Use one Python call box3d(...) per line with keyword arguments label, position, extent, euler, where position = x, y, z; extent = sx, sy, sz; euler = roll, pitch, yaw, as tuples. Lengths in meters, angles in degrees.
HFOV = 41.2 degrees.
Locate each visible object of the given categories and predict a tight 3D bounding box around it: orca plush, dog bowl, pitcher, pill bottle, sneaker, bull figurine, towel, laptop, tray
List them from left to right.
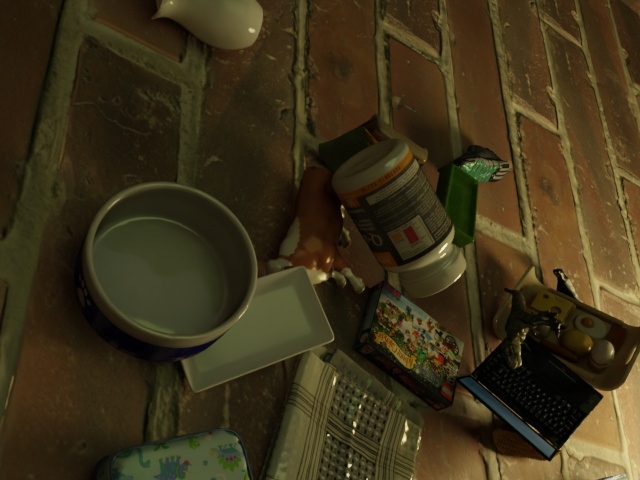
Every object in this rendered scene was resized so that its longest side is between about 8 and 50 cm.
box3d(label="dog bowl", position=(-0.237, 0.048, 1.305), extent=(0.265, 0.104, 0.264), euler=(13, 58, -22))
box3d(label="pitcher", position=(-0.227, -0.468, 1.681), extent=(0.207, 0.125, 0.177), euler=(13, 41, -24))
box3d(label="tray", position=(-0.118, 0.144, 1.407), extent=(0.270, 0.030, 0.145), euler=(-17, 76, -29))
box3d(label="bull figurine", position=(0.000, 0.000, 1.605), extent=(0.188, 0.101, 0.310), euler=(37, 50, -30))
box3d(label="towel", position=(0.054, 0.359, 1.464), extent=(0.312, 0.056, 0.324), euler=(37, 44, -20))
box3d(label="pill bottle", position=(0.153, -0.039, 1.599), extent=(0.278, 0.162, 0.162), euler=(58, 40, -18))
box3d(label="sneaker", position=(0.372, -0.194, 2.111), extent=(0.224, 0.083, 0.098), euler=(-1, 45, -48))
box3d(label="sneaker", position=(0.421, 0.404, 1.782), extent=(0.186, 0.069, 0.084), euler=(24, 34, -31))
box3d(label="laptop", position=(0.429, 0.301, 1.725), extent=(0.234, 0.136, 0.264), euler=(41, 62, 19))
box3d(label="orca plush", position=(0.612, 0.206, 2.055), extent=(0.102, 0.151, 0.287), euler=(-16, 78, -15))

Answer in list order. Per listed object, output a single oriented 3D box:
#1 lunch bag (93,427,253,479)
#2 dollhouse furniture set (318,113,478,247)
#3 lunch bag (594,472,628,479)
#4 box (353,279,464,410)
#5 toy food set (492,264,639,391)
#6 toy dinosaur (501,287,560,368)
box3d(label="lunch bag", position=(-0.200, 0.365, 1.184), extent=(0.219, 0.090, 0.176), euler=(-4, 69, -39))
box3d(label="dollhouse furniture set", position=(0.149, -0.097, 1.742), extent=(0.302, 0.198, 0.151), euler=(30, 56, -27))
box3d(label="lunch bag", position=(0.612, 0.576, 1.824), extent=(0.151, 0.096, 0.128), euler=(9, 59, -51))
box3d(label="box", position=(0.180, 0.208, 1.684), extent=(0.233, 0.044, 0.159), euler=(38, 44, -20))
box3d(label="toy food set", position=(0.569, 0.185, 1.914), extent=(0.306, 0.092, 0.220), euler=(27, 48, 20))
box3d(label="toy dinosaur", position=(0.450, 0.173, 1.827), extent=(0.268, 0.118, 0.064), euler=(-67, 158, -57))
